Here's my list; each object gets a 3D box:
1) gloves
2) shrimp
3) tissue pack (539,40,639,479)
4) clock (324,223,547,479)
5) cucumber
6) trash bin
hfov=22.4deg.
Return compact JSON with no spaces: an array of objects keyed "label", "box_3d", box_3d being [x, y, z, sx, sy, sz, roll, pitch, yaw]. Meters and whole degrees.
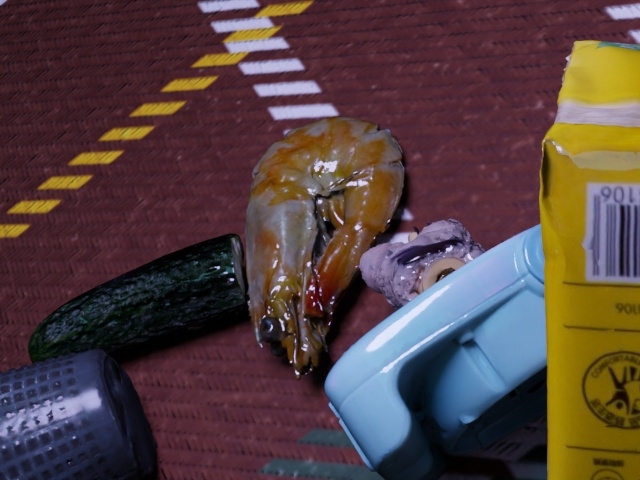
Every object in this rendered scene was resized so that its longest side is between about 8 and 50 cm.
[{"label":"gloves","box_3d":[0.094,0.034,1.300,0.110,0.144,0.094,-24,91,18]},{"label":"shrimp","box_3d":[0.000,-0.001,1.425,0.154,0.062,0.294,-10,52,21]},{"label":"tissue pack","box_3d":[0.324,0.044,0.924,0.381,0.293,0.228,2,21,17]},{"label":"clock","box_3d":[0.141,0.074,1.171,0.274,0.223,0.094,-33,73,3]},{"label":"cucumber","box_3d":[-0.168,0.064,1.479,0.241,0.074,0.074,-20,49,21]},{"label":"trash bin","box_3d":[-0.235,0.173,1.389,0.161,0.175,0.175,-24,47,5]}]
